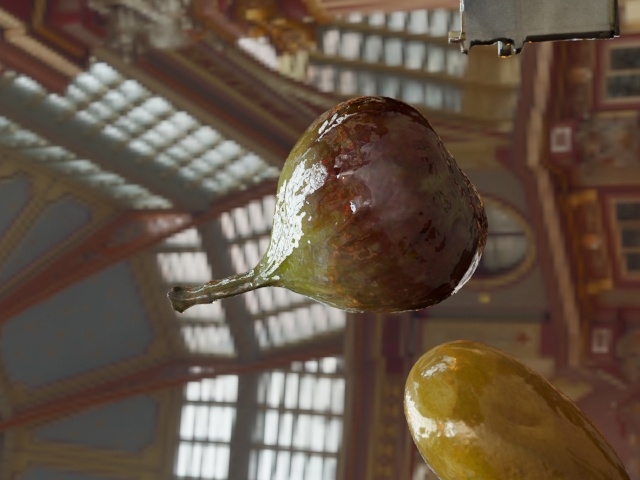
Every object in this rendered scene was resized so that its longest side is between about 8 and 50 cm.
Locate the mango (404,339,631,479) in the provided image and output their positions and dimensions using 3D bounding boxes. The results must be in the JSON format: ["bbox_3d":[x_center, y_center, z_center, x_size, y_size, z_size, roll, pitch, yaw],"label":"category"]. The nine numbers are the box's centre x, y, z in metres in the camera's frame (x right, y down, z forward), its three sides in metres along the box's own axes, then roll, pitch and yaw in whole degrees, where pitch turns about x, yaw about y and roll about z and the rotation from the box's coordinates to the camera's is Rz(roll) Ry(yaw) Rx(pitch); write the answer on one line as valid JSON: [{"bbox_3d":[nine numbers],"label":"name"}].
[{"bbox_3d":[0.160,0.170,1.208,0.109,0.227,0.147,-55,-22,20],"label":"mango"}]

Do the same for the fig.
[{"bbox_3d":[0.008,-0.014,1.072,0.160,0.230,0.143,42,-130,-39],"label":"fig"}]

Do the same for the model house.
[{"bbox_3d":[0.157,-0.293,1.223,0.206,0.178,0.271,-76,-20,-68],"label":"model house"}]
